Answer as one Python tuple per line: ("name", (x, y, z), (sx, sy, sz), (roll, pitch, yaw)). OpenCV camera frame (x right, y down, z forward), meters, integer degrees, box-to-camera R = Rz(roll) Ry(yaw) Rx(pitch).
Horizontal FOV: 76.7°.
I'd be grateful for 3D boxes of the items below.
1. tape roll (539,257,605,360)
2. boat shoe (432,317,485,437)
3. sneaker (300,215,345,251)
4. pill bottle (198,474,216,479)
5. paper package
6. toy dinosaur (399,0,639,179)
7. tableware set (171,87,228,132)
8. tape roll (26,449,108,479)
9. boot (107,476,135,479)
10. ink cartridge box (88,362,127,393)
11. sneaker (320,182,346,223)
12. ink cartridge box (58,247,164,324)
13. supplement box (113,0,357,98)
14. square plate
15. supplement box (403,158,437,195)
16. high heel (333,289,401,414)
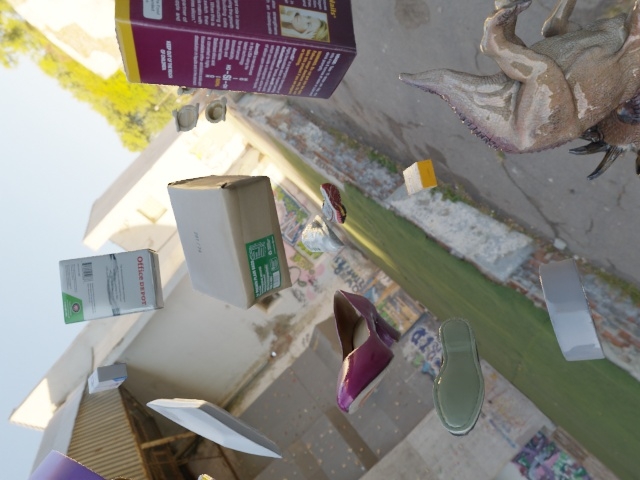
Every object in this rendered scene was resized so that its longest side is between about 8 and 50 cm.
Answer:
("tape roll", (0.557, 0.153, 0.898), (0.219, 0.072, 0.220), (31, -130, -46))
("boat shoe", (0.245, 0.239, 0.703), (0.228, 0.081, 0.069), (-65, -40, -50))
("sneaker", (0.000, 0.000, 1.181), (0.090, 0.094, 0.235), (51, 179, -16))
("pill bottle", (-0.419, 0.894, 1.493), (0.083, 0.044, 0.043), (-11, 135, 46))
("paper package", (-0.253, -0.012, 1.114), (0.309, 0.168, 0.326), (9, 114, 45))
("toy dinosaur", (0.235, -0.135, 0.384), (0.127, 0.295, 0.201), (-91, -12, -57))
("tableware set", (-0.264, -0.318, 0.906), (0.168, 0.141, 0.020), (-2, 172, 19))
("tape roll", (-0.425, 0.513, 0.767), (0.274, 0.090, 0.275), (18, 138, 16))
("boot", (-0.508, 0.762, 1.135), (0.294, 0.212, 0.104), (3, -161, -16))
("ink cartridge box", (-0.696, 0.450, 1.322), (0.088, 0.122, 0.052), (2, -121, -43))
("sneaker", (0.037, -0.149, 1.693), (0.092, 0.088, 0.225), (5, 143, 24))
("ink cartridge box", (-0.502, 0.110, 0.986), (0.087, 0.208, 0.153), (134, 129, -81))
("supplement box", (-0.071, -0.195, 0.352), (0.081, 0.187, 0.104), (147, 120, -68))
("square plate", (-0.333, 0.584, 1.279), (0.347, 0.049, 0.344), (-18, 128, 43))
("supplement box", (0.226, -0.142, 0.926), (0.098, 0.036, 0.062), (150, 107, -84))
("high heel", (0.049, 0.197, 0.795), (0.181, 0.127, 0.377), (37, -170, 12))
